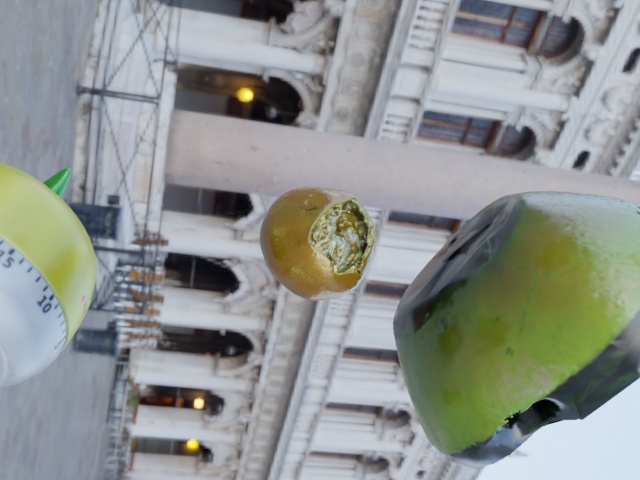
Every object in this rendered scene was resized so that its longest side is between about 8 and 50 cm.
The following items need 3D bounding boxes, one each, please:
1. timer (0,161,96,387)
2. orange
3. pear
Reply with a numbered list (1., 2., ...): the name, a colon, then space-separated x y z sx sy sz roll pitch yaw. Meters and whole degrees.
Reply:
1. timer: -0.377 0.007 0.883 0.285 0.285 0.285 -173 -90 -80
2. orange: 0.000 0.000 0.967 0.134 0.155 0.154 -41 -144 36
3. pear: 0.226 0.067 0.902 0.399 0.165 0.399 -47 -175 5
